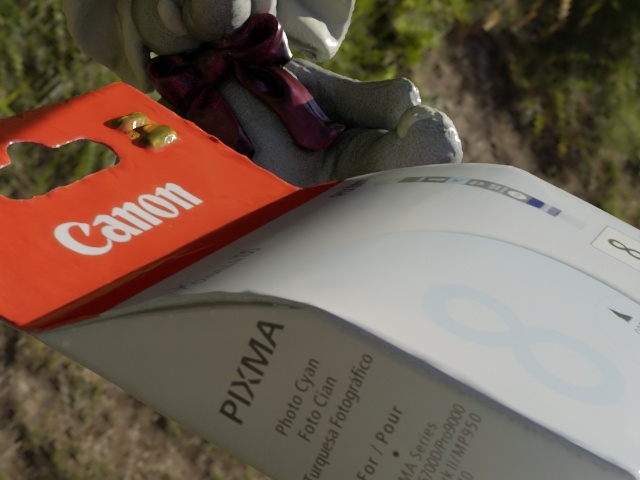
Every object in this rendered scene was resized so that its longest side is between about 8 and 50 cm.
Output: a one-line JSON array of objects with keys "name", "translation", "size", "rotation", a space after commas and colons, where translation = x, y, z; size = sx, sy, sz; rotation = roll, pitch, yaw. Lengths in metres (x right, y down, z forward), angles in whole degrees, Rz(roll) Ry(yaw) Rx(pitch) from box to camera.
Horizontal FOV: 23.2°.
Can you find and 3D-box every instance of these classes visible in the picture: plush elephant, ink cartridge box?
[{"name": "plush elephant", "translation": [-0.071, -0.140, 1.286], "size": [0.330, 0.272, 0.255], "rotation": [-143, -147, -76]}, {"name": "ink cartridge box", "translation": [0.000, 0.000, 0.772], "size": [0.385, 0.091, 0.308], "rotation": [30, 23, 12]}]
